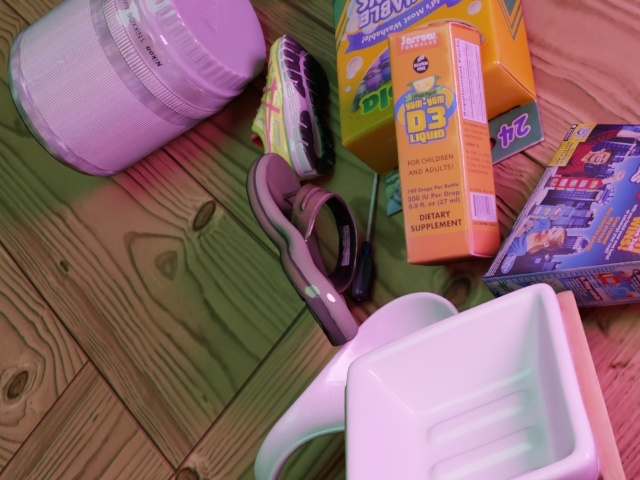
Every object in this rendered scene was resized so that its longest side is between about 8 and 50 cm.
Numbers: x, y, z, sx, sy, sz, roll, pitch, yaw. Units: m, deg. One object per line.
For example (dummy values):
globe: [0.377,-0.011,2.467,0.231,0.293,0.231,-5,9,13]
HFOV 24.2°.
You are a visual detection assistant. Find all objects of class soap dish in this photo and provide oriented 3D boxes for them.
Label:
soap dish: [0.134,0.177,1.246,0.229,0.118,0.291,-24,26,13]

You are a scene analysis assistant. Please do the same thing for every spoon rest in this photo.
spoon rest: [0.034,0.162,1.458,0.276,0.084,0.137,-47,42,9]

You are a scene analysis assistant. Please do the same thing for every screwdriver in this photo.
screwdriver: [0.050,-0.010,1.603,0.024,0.025,0.170,-17,54,35]

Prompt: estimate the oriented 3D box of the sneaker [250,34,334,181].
sneaker: [-0.046,-0.151,1.744,0.094,0.081,0.208,-28,48,30]

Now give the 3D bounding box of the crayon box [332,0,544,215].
crayon box: [0.119,-0.211,1.628,0.203,0.083,0.323,-26,49,28]

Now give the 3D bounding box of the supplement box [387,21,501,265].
supplement box: [0.122,-0.094,1.480,0.078,0.080,0.233,-9,82,30]

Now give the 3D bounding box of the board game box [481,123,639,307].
board game box: [0.274,-0.015,1.356,0.194,0.060,0.194,8,58,49]

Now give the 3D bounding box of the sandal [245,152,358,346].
sandal: [0.001,0.002,1.559,0.086,0.120,0.303,-35,35,6]

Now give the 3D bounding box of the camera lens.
camera lens: [-0.234,-0.223,1.860,0.274,0.219,0.219,-29,47,26]
